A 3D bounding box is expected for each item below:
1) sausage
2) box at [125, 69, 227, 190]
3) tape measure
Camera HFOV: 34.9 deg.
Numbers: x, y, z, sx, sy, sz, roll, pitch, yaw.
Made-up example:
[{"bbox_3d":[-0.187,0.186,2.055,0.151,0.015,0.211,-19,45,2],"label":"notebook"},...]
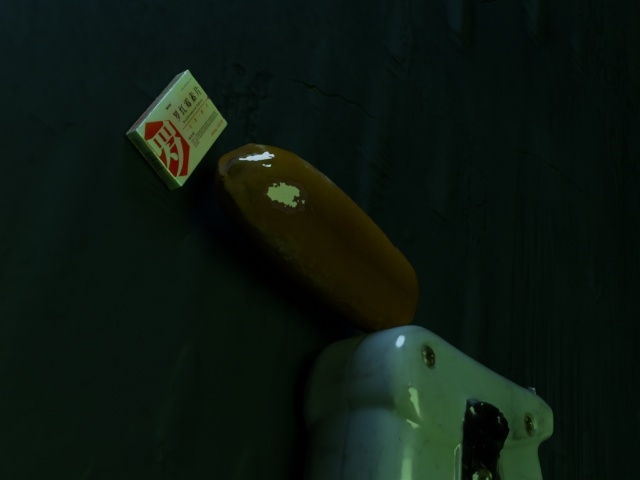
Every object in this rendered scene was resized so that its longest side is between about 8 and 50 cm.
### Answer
[{"bbox_3d":[0.000,0.000,0.863,0.238,0.098,0.098,39,47,-36],"label":"sausage"},{"bbox_3d":[-0.113,-0.089,0.816,0.058,0.015,0.093,52,39,-22],"label":"box"},{"bbox_3d":[0.102,0.205,0.878,0.258,0.130,0.265,34,50,-43],"label":"tape measure"}]
